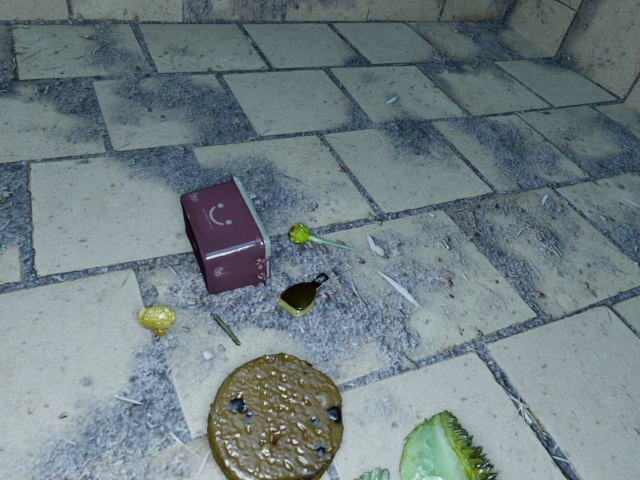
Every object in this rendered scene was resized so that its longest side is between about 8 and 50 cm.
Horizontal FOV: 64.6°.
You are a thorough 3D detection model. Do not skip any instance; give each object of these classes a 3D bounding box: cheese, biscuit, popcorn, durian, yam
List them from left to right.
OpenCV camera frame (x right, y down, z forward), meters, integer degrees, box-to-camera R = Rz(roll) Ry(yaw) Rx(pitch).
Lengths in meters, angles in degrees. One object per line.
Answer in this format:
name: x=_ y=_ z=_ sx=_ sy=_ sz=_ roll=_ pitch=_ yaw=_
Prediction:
popcorn: x=-0.376 y=0.190 z=1.163 sx=0.084 sy=0.084 sz=0.084 roll=7 pitch=43 yaw=-7
yam: x=-0.223 y=0.214 z=1.209 sx=0.014 sy=0.014 sz=0.107 roll=-27 pitch=56 yaw=-35
biscuit: x=-0.090 y=0.370 z=1.033 sx=0.296 sy=0.075 sz=0.296 roll=9 pitch=47 yaw=-10
cheese: x=-0.035 y=0.132 z=1.324 sx=0.086 sy=0.036 sz=0.162 roll=31 pitch=46 yaw=22
durian: x=0.255 y=0.506 z=0.985 sx=0.198 sy=0.163 sz=0.394 roll=-20 pitch=33 yaw=22

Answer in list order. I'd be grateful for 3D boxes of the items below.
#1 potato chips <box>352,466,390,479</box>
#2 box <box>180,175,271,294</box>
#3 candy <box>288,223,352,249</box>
potato chips: x=0.073 y=0.514 z=0.957 sx=0.092 sy=0.028 sz=0.207 roll=22 pitch=45 yaw=7
box: x=-0.250 y=-0.009 z=1.318 sx=0.168 sy=0.193 sz=0.294 roll=-17 pitch=51 yaw=-17
candy: x=0.000 y=0.000 z=1.469 sx=0.194 sy=0.062 sz=0.058 roll=16 pitch=-2 yaw=-9
